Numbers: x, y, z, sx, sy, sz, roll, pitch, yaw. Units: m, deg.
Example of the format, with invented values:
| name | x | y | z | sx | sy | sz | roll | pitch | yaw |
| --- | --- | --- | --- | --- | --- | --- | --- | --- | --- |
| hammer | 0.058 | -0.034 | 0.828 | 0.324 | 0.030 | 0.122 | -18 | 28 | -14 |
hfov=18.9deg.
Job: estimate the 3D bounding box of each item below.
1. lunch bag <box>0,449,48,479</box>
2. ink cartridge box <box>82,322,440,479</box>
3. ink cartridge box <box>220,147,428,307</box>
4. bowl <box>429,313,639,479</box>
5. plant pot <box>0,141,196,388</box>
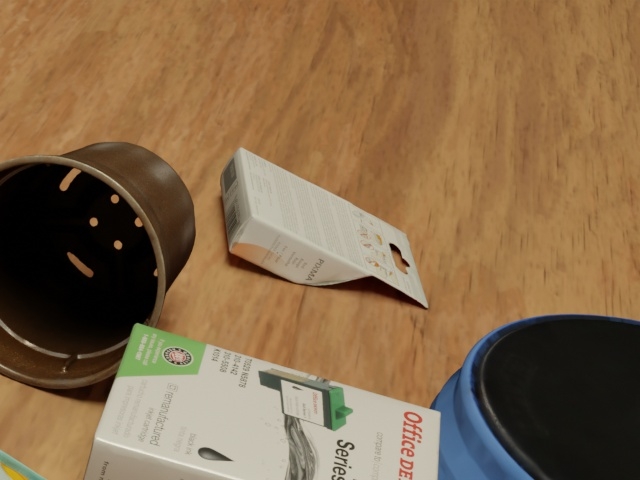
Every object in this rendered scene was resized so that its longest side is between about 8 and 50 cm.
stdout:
| name | x | y | z | sx | sy | sz | roll | pitch | yaw |
| --- | --- | --- | --- | --- | --- | --- | --- | --- | --- |
| lunch bag | -0.190 | 0.154 | 0.798 | 0.279 | 0.108 | 0.224 | 42 | 16 | -33 |
| ink cartridge box | -0.036 | 0.153 | 1.237 | 0.219 | 0.092 | 0.160 | 16 | 25 | -3 |
| ink cartridge box | 0.000 | 0.000 | 1.666 | 0.179 | 0.045 | 0.145 | 29 | 20 | -19 |
| bowl | 0.268 | 0.177 | 1.410 | 0.391 | 0.077 | 0.391 | 14 | 25 | -7 |
| plant pot | -0.170 | 0.002 | 1.398 | 0.167 | 0.167 | 0.165 | 20 | 18 | 6 |
